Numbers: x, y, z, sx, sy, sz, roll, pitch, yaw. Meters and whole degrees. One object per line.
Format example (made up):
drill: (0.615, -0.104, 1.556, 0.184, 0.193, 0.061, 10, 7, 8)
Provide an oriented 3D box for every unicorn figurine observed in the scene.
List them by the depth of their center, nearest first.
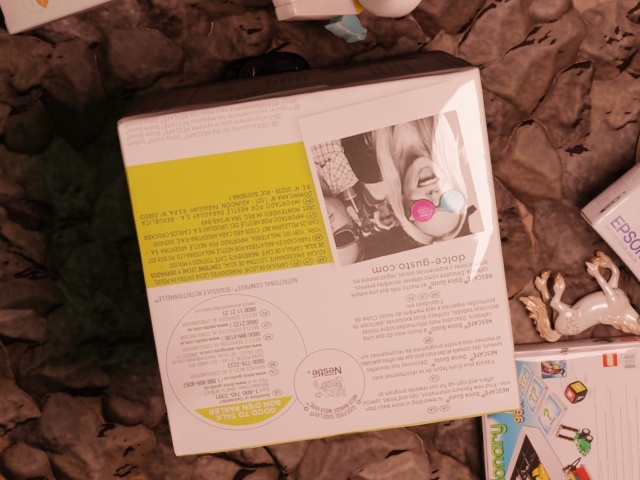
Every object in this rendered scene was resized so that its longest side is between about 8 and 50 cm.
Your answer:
unicorn figurine: (0.322, 0.073, 1.708, 0.162, 0.060, 0.111, -18, 100, 21)

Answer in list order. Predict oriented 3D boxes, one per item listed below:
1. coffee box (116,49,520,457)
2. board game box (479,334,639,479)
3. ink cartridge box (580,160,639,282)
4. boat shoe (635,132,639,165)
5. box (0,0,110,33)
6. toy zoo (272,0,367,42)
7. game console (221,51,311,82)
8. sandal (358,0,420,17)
coffee box: (0.000, 0.000, 1.514, 0.338, 0.337, 0.334, -9, 100, 1)
board game box: (0.289, 0.269, 1.740, 0.193, 0.053, 0.305, -4, 100, 2)
ink cartridge box: (0.438, -0.028, 1.646, 0.224, 0.045, 0.223, -41, 120, 8)
boat shoe: (0.402, -0.121, 1.657, 0.080, 0.073, 0.223, 3, 100, 2)
box: (-0.278, -0.316, 1.632, 0.170, 0.091, 0.130, -18, 99, 4)
toy zoo: (-0.005, -0.354, 1.580, 0.030, 0.192, 0.293, -8, 103, 42)
game console: (-0.020, -0.037, 1.701, 0.213, 0.044, 0.361, -10, 100, 2)
sandal: (0.107, -0.438, 1.571, 0.102, 0.169, 0.416, 8, 90, -31)
